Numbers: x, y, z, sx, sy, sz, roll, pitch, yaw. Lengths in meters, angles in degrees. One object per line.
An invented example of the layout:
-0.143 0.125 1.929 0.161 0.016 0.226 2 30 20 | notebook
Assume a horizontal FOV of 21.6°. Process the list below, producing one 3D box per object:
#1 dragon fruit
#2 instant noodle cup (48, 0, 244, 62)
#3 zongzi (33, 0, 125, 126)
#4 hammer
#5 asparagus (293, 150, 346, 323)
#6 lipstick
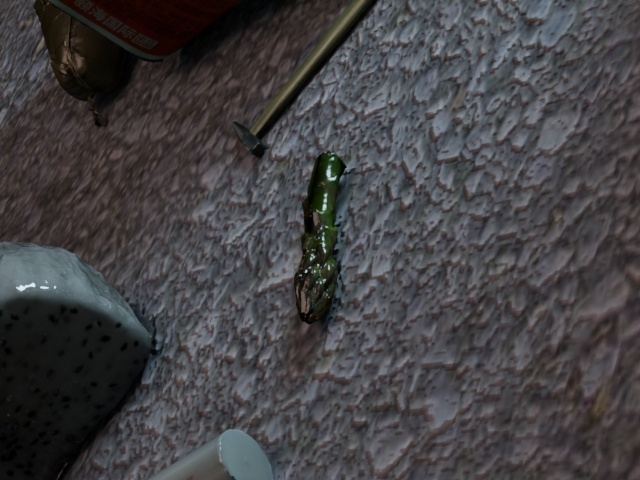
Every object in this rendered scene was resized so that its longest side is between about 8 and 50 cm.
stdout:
-0.310 0.105 1.429 0.283 0.204 0.221 -49 32 5 | dragon fruit
-0.117 -0.346 1.583 0.308 0.294 0.294 -37 35 37 | instant noodle cup
-0.205 -0.232 1.745 0.178 0.081 0.189 -35 41 10 | zongzi
-0.006 -0.161 1.472 0.199 0.013 0.062 -50 33 4 | hammer
0.000 0.000 1.296 0.036 0.030 0.165 -20 44 26 | asparagus
-0.146 0.221 1.244 0.264 0.059 0.059 -33 37 27 | lipstick
